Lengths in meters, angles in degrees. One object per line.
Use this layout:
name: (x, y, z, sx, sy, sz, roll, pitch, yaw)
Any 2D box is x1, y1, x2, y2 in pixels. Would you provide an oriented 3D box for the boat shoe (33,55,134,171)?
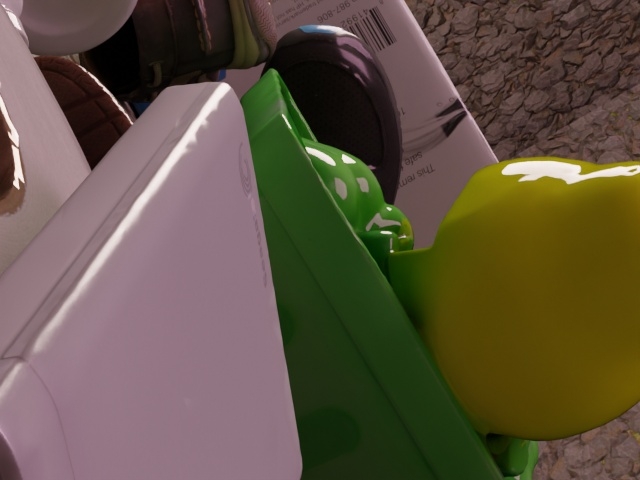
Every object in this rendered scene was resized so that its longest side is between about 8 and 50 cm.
boat shoe: (-0.114, 0.025, 0.733, 0.095, 0.095, 0.257, 93, -26, -69)

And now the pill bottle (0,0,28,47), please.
pill bottle: (-0.215, -0.154, 0.805, 0.116, 0.065, 0.065, 62, 5, 23)

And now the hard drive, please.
hard drive: (-0.056, 0.080, 0.479, 0.307, 0.040, 0.203, -72, 155, -68)

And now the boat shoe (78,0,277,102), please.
boat shoe: (-0.150, -0.182, 1.155, 0.355, 0.130, 0.132, 169, -92, -70)

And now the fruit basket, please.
fruit basket: (0.082, 0.048, 0.886, 0.392, 0.392, 0.283, 58, 5, -15)

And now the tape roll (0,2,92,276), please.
tape roll: (-0.199, -0.084, 0.516, 0.392, 0.072, 0.392, 59, 6, -9)

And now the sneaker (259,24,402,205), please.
sneaker: (0.000, 0.000, 1.098, 0.139, 0.125, 0.340, -77, 169, -68)

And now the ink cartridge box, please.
ink cartridge box: (0.011, -0.083, 1.396, 0.395, 0.285, 0.166, 61, 4, 6)

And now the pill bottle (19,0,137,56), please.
pill bottle: (-0.215, -0.244, 1.019, 0.121, 0.121, 0.216, 55, 6, -46)
